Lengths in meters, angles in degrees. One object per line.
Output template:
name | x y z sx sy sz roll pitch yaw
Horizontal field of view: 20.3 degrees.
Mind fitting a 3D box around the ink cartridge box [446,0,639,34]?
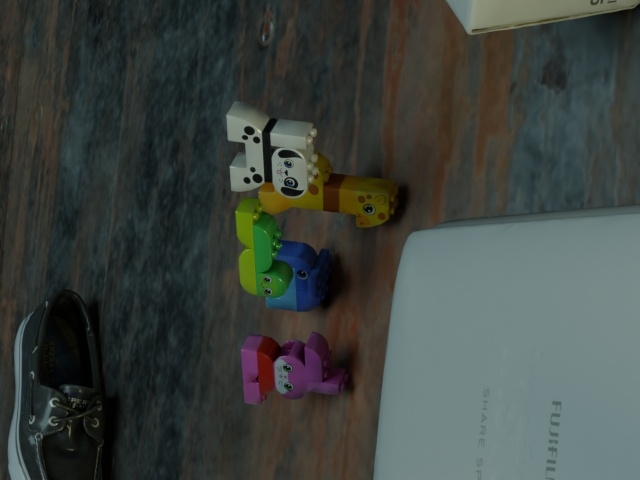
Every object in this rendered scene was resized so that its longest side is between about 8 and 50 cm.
ink cartridge box | 0.093 -0.277 1.020 0.273 0.115 0.198 -117 21 -45

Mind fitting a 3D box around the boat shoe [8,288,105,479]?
boat shoe | -0.216 0.141 1.524 0.076 0.080 0.228 -52 33 41

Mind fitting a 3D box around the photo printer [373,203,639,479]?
photo printer | 0.148 0.108 0.890 0.307 0.107 0.256 -3 79 59

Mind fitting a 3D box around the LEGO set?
LEGO set | 0.000 0.000 1.186 0.087 0.093 0.227 -65 -23 -52
